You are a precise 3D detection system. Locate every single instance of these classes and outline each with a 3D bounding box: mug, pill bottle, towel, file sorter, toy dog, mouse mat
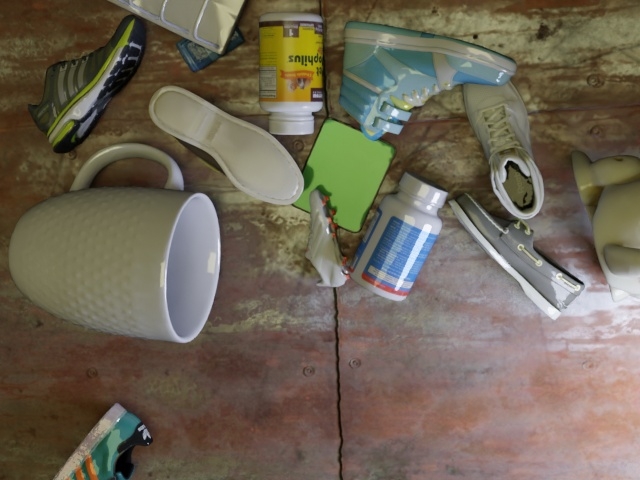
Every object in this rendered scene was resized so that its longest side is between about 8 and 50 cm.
[{"bbox_3d":[-0.378,-0.010,1.577,0.328,0.276,0.374,5,71,12],"label":"mug"},{"bbox_3d":[0.150,-0.010,1.571,0.124,0.124,0.221,26,103,1],"label":"pill bottle"},{"bbox_3d":[-0.207,-0.373,1.590,0.119,0.029,0.067,-30,97,10],"label":"towel"},{"bbox_3d":[-0.278,-0.483,1.488,0.278,0.173,0.192,27,99,7],"label":"file sorter"},{"bbox_3d":[-0.054,-0.304,1.542,0.117,0.117,0.214,1,101,6],"label":"pill bottle"},{"bbox_3d":[0.647,-0.073,1.383,0.408,0.395,0.284,-17,89,17],"label":"toy dog"},{"bbox_3d":[0.042,-0.124,1.622,0.153,0.007,0.189,25,101,1],"label":"mouse mat"}]

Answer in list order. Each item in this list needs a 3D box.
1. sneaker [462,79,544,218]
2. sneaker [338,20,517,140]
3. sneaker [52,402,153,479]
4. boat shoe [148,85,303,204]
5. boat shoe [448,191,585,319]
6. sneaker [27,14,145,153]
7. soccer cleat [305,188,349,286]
[{"bbox_3d":[0.332,-0.180,1.500,0.108,0.169,0.292,-20,96,11],"label":"sneaker"},{"bbox_3d":[0.178,-0.265,1.511,0.319,0.127,0.208,17,103,22],"label":"sneaker"},{"bbox_3d":[-0.463,0.483,1.735,0.121,0.108,0.302,38,100,3],"label":"sneaker"},{"bbox_3d":[-0.171,-0.177,1.589,0.324,0.097,0.116,32,91,-1],"label":"boat shoe"},{"bbox_3d":[0.363,0.013,1.565,0.091,0.109,0.305,-44,99,11],"label":"boat shoe"},{"bbox_3d":[-0.446,-0.310,1.590,0.121,0.111,0.300,41,100,2],"label":"sneaker"},{"bbox_3d":[0.000,0.000,1.617,0.076,0.068,0.196,-12,105,14],"label":"soccer cleat"}]
